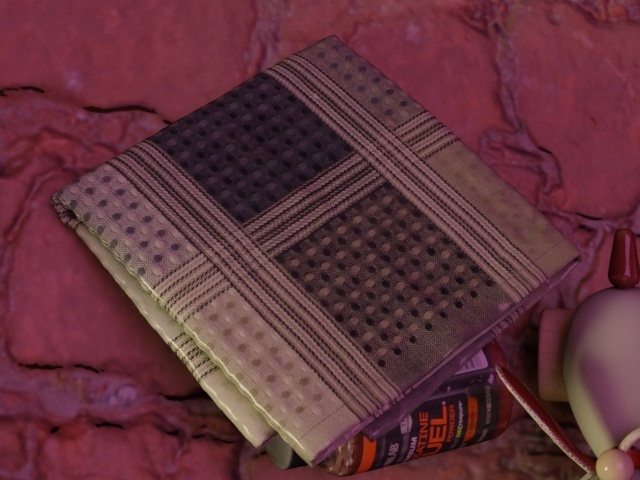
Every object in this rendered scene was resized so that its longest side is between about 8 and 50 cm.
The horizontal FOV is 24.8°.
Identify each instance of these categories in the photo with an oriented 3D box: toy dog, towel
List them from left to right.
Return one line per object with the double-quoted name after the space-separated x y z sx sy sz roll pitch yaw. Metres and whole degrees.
0.000 0.000 1.180 0.312 0.056 0.324 -33 64 -27 "towel"
0.244 0.105 1.143 0.220 0.333 0.161 -10 112 -5 "toy dog"

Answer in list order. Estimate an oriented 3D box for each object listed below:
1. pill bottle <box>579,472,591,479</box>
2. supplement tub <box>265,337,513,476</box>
0.338 0.321 1.221 0.301 0.169 0.169 36 67 -9 "pill bottle"
0.051 0.133 1.192 0.198 0.106 0.106 -11 81 -22 "supplement tub"
